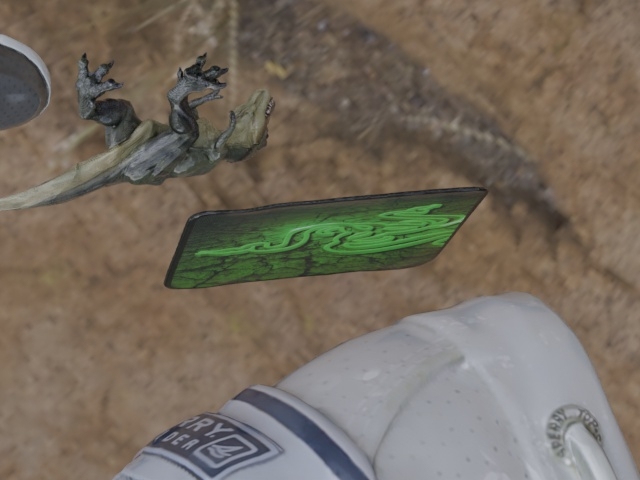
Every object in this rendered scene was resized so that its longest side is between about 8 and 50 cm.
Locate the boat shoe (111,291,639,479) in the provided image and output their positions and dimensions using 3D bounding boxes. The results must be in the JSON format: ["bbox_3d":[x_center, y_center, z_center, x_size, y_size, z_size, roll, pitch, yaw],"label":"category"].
[{"bbox_3d":[0.097,0.178,0.408,0.367,0.156,0.136,63,155,-3],"label":"boat shoe"}]

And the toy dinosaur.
[{"bbox_3d":[-0.130,-0.080,1.275,0.064,0.268,0.118,53,145,32],"label":"toy dinosaur"}]

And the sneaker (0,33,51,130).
[{"bbox_3d":[-0.188,-0.054,0.758,0.065,0.158,0.061,62,142,39],"label":"sneaker"}]

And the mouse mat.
[{"bbox_3d":[0.000,0.000,1.120,0.152,0.189,0.007,120,141,-68],"label":"mouse mat"}]
